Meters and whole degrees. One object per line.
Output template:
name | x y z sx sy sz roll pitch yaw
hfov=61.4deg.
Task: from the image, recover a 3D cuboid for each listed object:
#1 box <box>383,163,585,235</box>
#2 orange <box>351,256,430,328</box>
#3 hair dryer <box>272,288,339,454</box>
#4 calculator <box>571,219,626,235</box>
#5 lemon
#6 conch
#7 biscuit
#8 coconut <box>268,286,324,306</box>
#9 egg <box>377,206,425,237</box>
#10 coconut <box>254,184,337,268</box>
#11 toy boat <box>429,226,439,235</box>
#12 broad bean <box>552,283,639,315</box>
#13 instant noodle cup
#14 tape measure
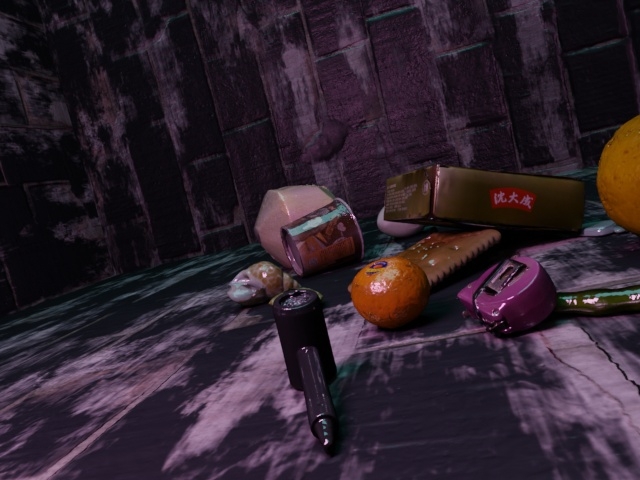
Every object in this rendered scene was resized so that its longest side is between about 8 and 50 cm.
box | 0.397 -0.097 1.412 0.373 0.138 0.420 6 0 -9
orange | 0.123 0.091 0.926 0.135 0.117 0.135 -33 15 10
hair dryer | -0.009 0.157 0.656 0.070 0.128 0.255 -14 17 -5
calculator | 0.653 -0.028 1.259 0.095 0.021 0.153 -16 3 -16
lemon | 0.657 -0.118 0.975 0.258 0.258 0.310 -16 8 -16
conch | -0.158 0.116 1.424 0.173 0.106 0.116 -34 33 -11
biscuit | 0.233 0.046 1.211 0.325 0.044 0.217 -28 12 -30
coconut | -0.054 0.135 1.208 0.133 0.055 0.158 -19 9 -27
egg | 0.304 -0.085 1.976 0.209 0.151 0.151 -20 8 -21
coconut | -0.083 -0.055 1.919 0.309 0.297 0.297 -11 4 -22
toy boat | 0.341 0.002 1.422 0.075 0.077 0.185 -16 6 -10
broad bean | 0.384 0.083 0.763 0.069 0.039 0.227 -12 2 -42
instant noodle cup | 0.000 0.000 1.677 0.207 0.217 0.217 -22 8 -17
tape measure | 0.271 0.080 0.780 0.125 0.074 0.118 -41 16 -5
